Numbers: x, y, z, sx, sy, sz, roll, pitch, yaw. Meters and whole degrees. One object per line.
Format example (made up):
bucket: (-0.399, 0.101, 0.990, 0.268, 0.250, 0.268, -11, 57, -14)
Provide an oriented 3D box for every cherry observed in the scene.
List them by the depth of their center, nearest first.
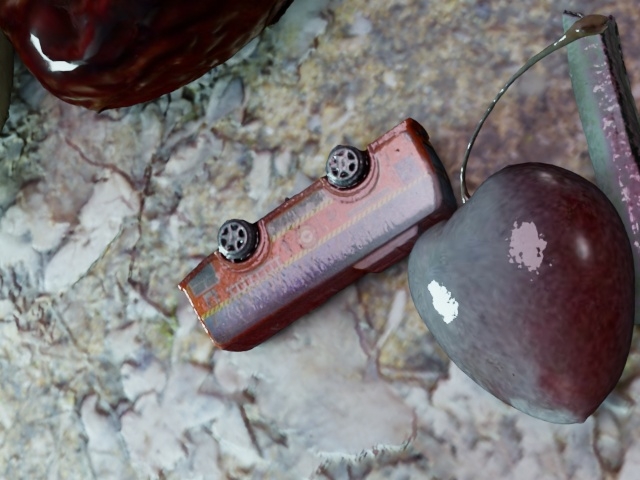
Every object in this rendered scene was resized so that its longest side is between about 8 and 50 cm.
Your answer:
cherry: (0.126, 0.011, 0.466, 0.188, 0.115, 0.148, -44, 33, 43)

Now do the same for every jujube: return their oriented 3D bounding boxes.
jujube: (-0.119, -0.205, 0.631, 0.243, 0.183, 0.183, -33, 64, 15)

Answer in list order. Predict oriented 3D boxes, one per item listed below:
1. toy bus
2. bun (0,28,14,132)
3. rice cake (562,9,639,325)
toy bus: (0.000, 0.000, 0.585, 0.192, 0.065, 0.077, -34, 75, 14)
bun: (-0.426, -0.148, 0.716, 0.326, 0.234, 0.362, -21, 59, 8)
rice cake: (0.179, -0.050, 0.528, 0.033, 0.033, 0.208, -20, 67, 30)
